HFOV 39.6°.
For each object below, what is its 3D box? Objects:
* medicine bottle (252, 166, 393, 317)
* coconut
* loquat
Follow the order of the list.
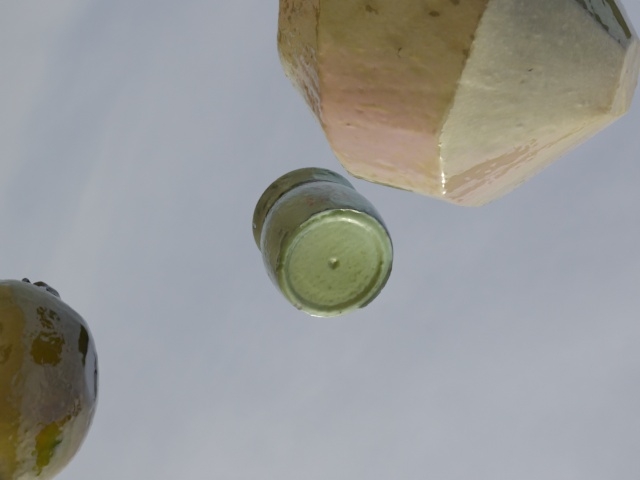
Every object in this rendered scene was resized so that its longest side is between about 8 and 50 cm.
[{"bbox_3d":[0.000,0.000,1.041,0.147,0.147,0.143,-64,-157,14],"label":"medicine bottle"},{"bbox_3d":[0.108,-0.149,0.644,0.259,0.259,0.259,-21,-118,47],"label":"coconut"},{"bbox_3d":[-0.261,0.126,0.756,0.152,0.152,0.195,-25,-127,46],"label":"loquat"}]
